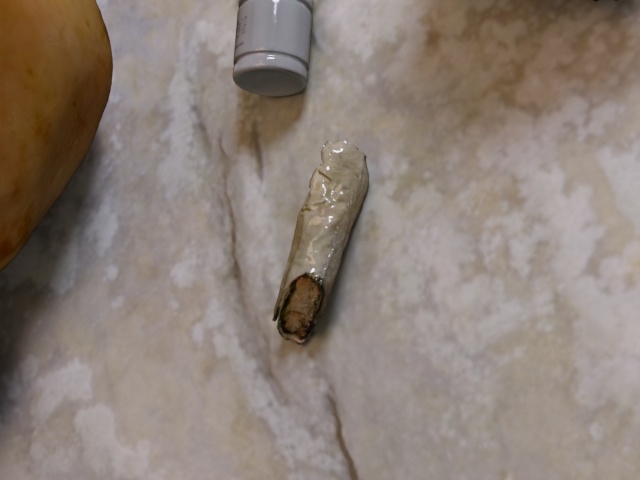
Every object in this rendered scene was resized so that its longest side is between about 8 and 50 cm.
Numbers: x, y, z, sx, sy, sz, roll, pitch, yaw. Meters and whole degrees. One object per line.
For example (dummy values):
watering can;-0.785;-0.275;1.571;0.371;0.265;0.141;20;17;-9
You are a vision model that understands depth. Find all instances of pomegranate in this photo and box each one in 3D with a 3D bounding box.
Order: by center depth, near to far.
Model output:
pomegranate;-0.373;-0.114;1.460;0.411;0.411;0.411;-13;66;31

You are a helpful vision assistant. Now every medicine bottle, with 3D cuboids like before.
medicine bottle;-0.035;-0.162;1.425;0.058;0.058;0.091;-8;68;33

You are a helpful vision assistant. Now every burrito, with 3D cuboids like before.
burrito;0.000;0.000;1.346;0.041;0.055;0.149;16;79;7
